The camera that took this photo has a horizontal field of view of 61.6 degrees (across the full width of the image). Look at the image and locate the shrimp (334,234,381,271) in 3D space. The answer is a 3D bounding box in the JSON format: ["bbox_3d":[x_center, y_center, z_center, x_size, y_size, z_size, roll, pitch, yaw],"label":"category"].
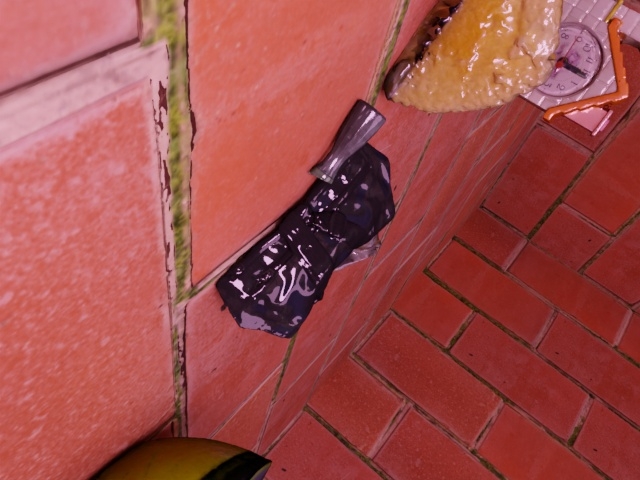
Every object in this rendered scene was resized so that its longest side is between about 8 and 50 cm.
[{"bbox_3d":[0.033,0.010,0.905,0.168,0.077,0.317,-46,160,6],"label":"shrimp"}]

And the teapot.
[{"bbox_3d":[0.031,-0.119,0.664,0.110,0.043,0.043,-51,165,10],"label":"teapot"}]

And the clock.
[{"bbox_3d":[0.391,-0.303,0.882,0.220,0.255,0.106,-59,163,20],"label":"clock"}]

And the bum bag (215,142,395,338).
[{"bbox_3d":[0.000,0.000,0.715,0.310,0.074,0.137,-47,124,-15],"label":"bum bag"}]

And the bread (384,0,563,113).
[{"bbox_3d":[0.224,-0.262,0.688,0.262,0.162,0.204,-46,-178,37],"label":"bread"}]

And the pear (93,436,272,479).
[{"bbox_3d":[-0.265,0.418,0.754,0.399,0.165,0.399,-47,164,-18],"label":"pear"}]
